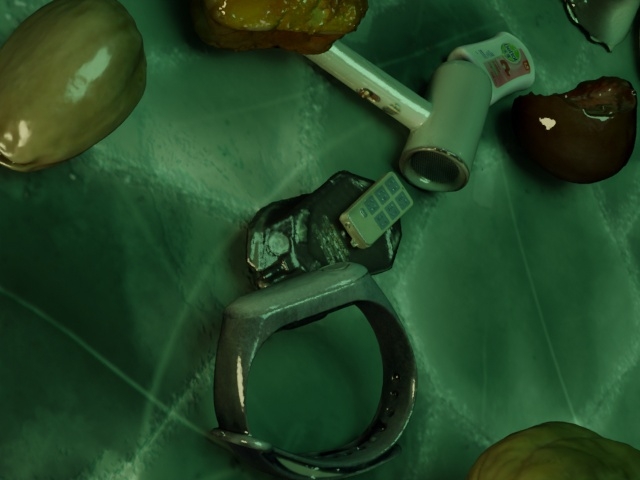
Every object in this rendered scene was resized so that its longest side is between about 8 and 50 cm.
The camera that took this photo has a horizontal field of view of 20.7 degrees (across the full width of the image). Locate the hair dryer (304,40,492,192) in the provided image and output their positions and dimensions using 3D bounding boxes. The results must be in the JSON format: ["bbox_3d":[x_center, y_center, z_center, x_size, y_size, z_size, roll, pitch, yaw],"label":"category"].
[{"bbox_3d":[0.063,-0.159,1.776,0.236,0.073,0.131,30,55,-17],"label":"hair dryer"}]

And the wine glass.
[{"bbox_3d":[0.380,-0.307,1.999,0.122,0.183,0.122,16,65,-36],"label":"wine glass"}]

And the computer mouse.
[{"bbox_3d":[0.000,0.000,1.656,0.192,0.062,0.106,-26,93,-37],"label":"computer mouse"}]

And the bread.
[{"bbox_3d":[-0.060,-0.366,1.692,0.185,0.109,0.380,-4,72,-26],"label":"bread"}]

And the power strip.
[{"bbox_3d":[0.053,-0.029,1.653,0.090,0.016,0.040,-43,104,-39],"label":"power strip"}]

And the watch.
[{"bbox_3d":[-0.007,0.128,1.572,0.206,0.068,0.193,-20,105,-33],"label":"watch"}]

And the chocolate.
[{"bbox_3d":[0.270,-0.127,1.890,0.133,0.124,0.127,4,71,-5],"label":"chocolate"}]

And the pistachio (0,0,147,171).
[{"bbox_3d":[-0.218,-0.136,1.501,0.126,0.108,0.185,28,63,-1],"label":"pistachio"}]

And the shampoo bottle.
[{"bbox_3d":[0.189,-0.186,1.889,0.099,0.043,0.072,-25,81,-42],"label":"shampoo bottle"}]

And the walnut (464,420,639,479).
[{"bbox_3d":[0.227,0.321,1.590,0.277,0.282,0.253,28,18,-34],"label":"walnut"}]
